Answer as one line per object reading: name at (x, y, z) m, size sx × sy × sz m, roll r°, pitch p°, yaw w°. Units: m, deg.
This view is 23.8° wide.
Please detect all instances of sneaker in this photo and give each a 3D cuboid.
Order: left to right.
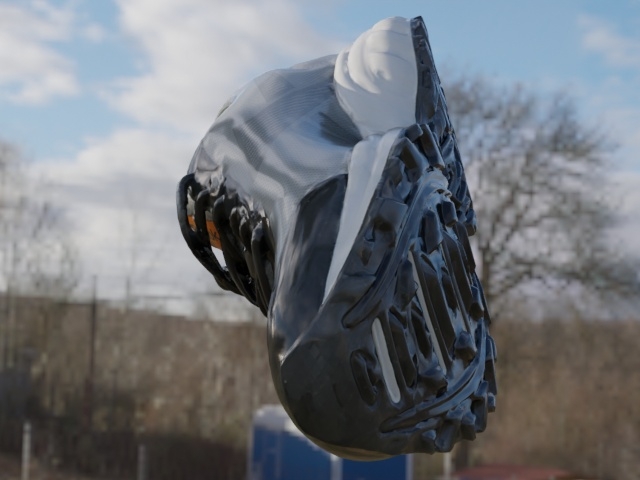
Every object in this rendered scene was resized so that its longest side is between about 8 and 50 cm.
sneaker at (0.000, 0.000, 0.534) m, size 0.108 × 0.100 × 0.271 m, roll -14°, pitch 20°, yaw 7°
